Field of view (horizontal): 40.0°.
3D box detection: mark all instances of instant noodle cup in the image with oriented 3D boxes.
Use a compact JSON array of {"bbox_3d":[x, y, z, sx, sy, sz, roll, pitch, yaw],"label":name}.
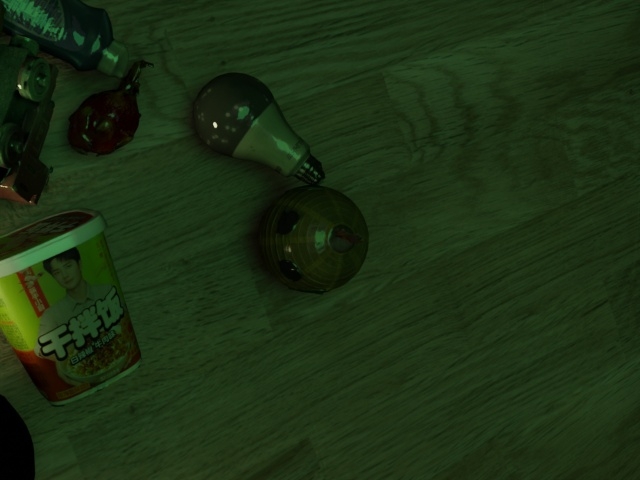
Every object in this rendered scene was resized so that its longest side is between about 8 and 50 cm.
[{"bbox_3d":[-0.496,0.128,1.684,0.294,0.294,0.307,-27,108,-26],"label":"instant noodle cup"}]

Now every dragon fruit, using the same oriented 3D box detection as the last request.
[{"bbox_3d":[-0.420,-0.275,1.800,0.125,0.125,0.246,34,67,-20],"label":"dragon fruit"}]

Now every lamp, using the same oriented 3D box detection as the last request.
[{"bbox_3d":[0.000,0.000,1.923,0.250,0.284,0.250,0,91,-33],"label":"lamp"},{"bbox_3d":[-0.132,-0.227,1.870,0.314,0.182,0.182,40,68,14],"label":"lamp"}]

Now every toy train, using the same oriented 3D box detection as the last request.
[{"bbox_3d":[-0.582,-0.224,1.663,0.150,0.221,0.304,12,75,10],"label":"toy train"}]

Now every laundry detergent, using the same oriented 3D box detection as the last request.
[{"bbox_3d":[-0.507,-0.423,1.744,0.290,0.094,0.143,31,76,-14],"label":"laundry detergent"}]

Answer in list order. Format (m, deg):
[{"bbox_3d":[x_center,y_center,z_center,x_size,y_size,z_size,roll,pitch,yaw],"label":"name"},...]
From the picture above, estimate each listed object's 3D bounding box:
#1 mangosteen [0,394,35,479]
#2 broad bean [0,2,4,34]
[{"bbox_3d":[-0.663,0.410,1.549,0.330,0.330,0.329,1,89,-28],"label":"mangosteen"},{"bbox_3d":[-0.702,-0.368,1.614,0.263,0.121,0.189,-48,150,-4],"label":"broad bean"}]
